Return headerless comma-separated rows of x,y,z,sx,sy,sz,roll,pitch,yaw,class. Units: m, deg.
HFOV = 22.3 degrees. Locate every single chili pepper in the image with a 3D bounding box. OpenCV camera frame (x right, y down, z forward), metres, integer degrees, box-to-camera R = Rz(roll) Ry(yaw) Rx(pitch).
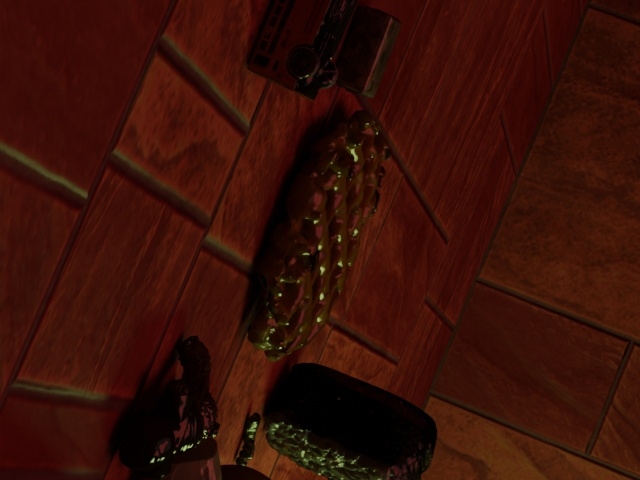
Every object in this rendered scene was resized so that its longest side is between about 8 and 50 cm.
-0.092,0.256,2.078,0.027,0.022,0.083,-117,-141,-60,chili pepper

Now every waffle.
0.000,0.000,1.917,0.302,0.068,0.325,-27,136,-73,waffle

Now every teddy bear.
-0.138,0.176,1.594,0.160,0.078,0.119,-53,164,-55,teddy bear

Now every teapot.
-0.128,0.313,1.668,0.107,0.077,0.200,-114,-164,-75,teapot

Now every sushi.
0.040,0.262,2.167,0.136,0.225,0.126,103,11,-61,sushi

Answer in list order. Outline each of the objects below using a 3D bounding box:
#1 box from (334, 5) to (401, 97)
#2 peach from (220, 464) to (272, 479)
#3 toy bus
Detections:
0.052,-0.212,1.831,0.098,0.045,0.062,-69,167,8,box
-0.120,0.373,1.860,0.251,0.153,0.251,18,90,-82,peach
-0.004,-0.216,1.507,0.162,0.074,0.069,-67,161,2,toy bus
